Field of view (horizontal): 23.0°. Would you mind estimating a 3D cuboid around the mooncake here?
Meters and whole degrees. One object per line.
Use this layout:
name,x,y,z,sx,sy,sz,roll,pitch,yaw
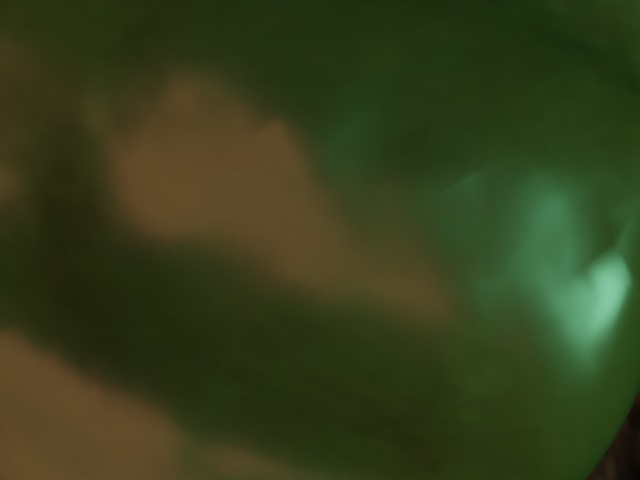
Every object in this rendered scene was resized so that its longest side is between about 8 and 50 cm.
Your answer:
mooncake,0.000,0.000,0.524,0.201,0.378,0.378,18,107,3
